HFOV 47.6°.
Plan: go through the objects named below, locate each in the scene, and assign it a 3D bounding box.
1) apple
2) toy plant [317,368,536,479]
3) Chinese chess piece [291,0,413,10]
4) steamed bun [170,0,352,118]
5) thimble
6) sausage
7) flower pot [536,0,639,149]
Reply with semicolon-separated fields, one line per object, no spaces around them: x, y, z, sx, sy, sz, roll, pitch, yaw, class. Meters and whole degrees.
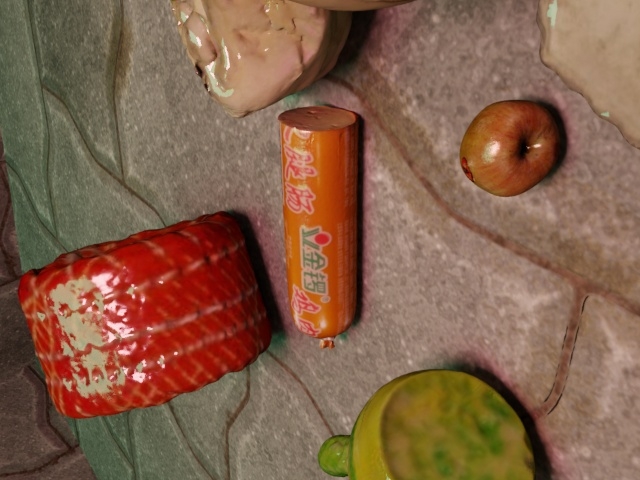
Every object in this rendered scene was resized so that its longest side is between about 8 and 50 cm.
0.158;-0.079;0.616;0.071;0.084;0.084;-143;43;-66;apple
0.099;0.278;0.815;0.224;0.184;0.316;35;147;14;toy plant
0.031;-0.316;0.447;0.140;0.338;0.338;39;136;42;Chinese chess piece
-0.059;-0.280;0.748;0.280;0.207;0.268;-119;6;-82;steamed bun
-0.259;0.102;1.106;0.350;0.350;0.231;-7;100;57;thimble
0.000;0.000;0.884;0.093;0.093;0.312;29;129;47;sausage
0.244;-0.148;0.349;0.239;0.189;0.209;52;144;27;flower pot
